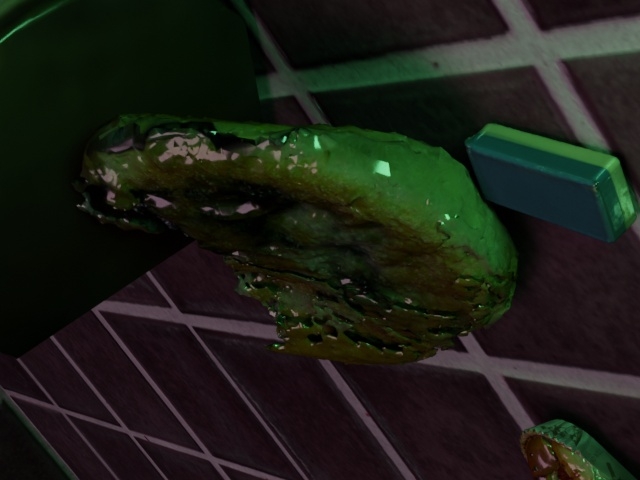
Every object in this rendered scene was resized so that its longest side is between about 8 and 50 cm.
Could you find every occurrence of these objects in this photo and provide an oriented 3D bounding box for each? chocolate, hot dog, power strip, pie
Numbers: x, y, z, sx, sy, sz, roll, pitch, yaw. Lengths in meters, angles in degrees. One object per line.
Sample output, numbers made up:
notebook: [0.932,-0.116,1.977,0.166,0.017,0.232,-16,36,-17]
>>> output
chocolate: [-0.252,-0.135,1.226,0.297,0.314,0.326,42,157,37]
hot dog: [0.244,0.225,1.265,0.192,0.053,0.099,44,154,-1]
power strip: [0.153,-0.041,1.005,0.123,0.032,0.056,22,147,45]
pie: [0.000,0.000,1.140,0.296,0.078,0.371,-10,146,37]
